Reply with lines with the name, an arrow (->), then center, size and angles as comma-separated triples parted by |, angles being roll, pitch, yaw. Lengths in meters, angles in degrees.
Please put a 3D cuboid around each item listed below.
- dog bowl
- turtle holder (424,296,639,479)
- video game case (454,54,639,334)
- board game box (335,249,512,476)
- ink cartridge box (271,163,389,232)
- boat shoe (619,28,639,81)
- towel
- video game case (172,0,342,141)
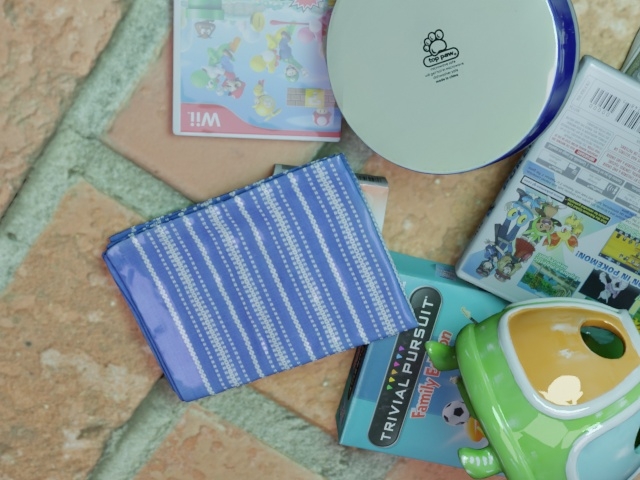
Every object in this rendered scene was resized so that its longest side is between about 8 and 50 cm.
dog bowl -> 0.143, -0.207, 1.174 | 0.265, 0.104, 0.265 | 6, 104, 23
turtle holder -> 0.286, 0.208, 1.235 | 0.227, 0.243, 0.320 | -26, 113, 11
video game case -> 0.373, -0.015, 1.260 | 0.329, 0.036, 0.300 | 25, 112, -9
board game box -> 0.214, 0.174, 1.398 | 0.336, 0.079, 0.254 | 12, 110, -8
ink cartridge box -> 0.000, 0.000, 1.339 | 0.145, 0.045, 0.179 | 7, 108, -5
boat shoe -> 0.387, -0.139, 1.270 | 0.118, 0.103, 0.320 | 23, 109, -11
towel -> -0.079, 0.054, 1.315 | 0.336, 0.040, 0.243 | -20, 104, 16
video game case -> -0.069, -0.258, 1.245 | 0.204, 0.025, 0.285 | 2, 112, -4
